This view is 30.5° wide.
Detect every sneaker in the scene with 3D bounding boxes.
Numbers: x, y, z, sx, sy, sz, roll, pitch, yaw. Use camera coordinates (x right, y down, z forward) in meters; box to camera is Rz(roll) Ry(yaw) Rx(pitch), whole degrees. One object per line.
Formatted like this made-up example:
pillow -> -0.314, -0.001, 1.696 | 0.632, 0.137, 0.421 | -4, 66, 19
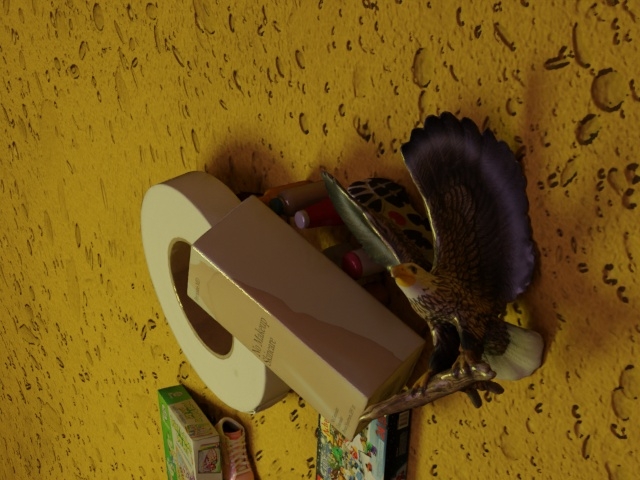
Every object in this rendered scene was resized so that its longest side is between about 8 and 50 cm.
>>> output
sneaker -> 0.090, -0.016, 1.490 | 0.170, 0.068, 0.071 | 48, 145, 34
sneaker -> -0.148, 0.366, 2.019 | 0.134, 0.051, 0.070 | 64, 151, 24

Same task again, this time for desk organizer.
desk organizer -> -0.105, -0.044, 1.785 | 0.130, 0.050, 0.047 | 8, 110, 55

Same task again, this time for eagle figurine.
eagle figurine -> 0.131, 0.033, 1.335 | 0.225, 0.226, 0.298 | 86, 176, -67

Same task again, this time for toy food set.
toy food set -> 0.000, 0.000, 1.593 | 0.232, 0.104, 0.111 | 59, 144, 23

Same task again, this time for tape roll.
tape roll -> -0.163, 0.082, 1.854 | 0.392, 0.072, 0.392 | 42, 145, 39

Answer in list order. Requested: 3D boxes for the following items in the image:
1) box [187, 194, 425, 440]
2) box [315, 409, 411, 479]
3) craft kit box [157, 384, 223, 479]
box -> -0.025, 0.101, 1.557 | 0.311, 0.121, 0.148 | 39, 150, 17
box -> 0.058, 0.303, 1.688 | 0.159, 0.044, 0.233 | 32, 128, 46
craft kit box -> -0.228, 0.417, 2.112 | 0.250, 0.060, 0.247 | -148, 53, -64
